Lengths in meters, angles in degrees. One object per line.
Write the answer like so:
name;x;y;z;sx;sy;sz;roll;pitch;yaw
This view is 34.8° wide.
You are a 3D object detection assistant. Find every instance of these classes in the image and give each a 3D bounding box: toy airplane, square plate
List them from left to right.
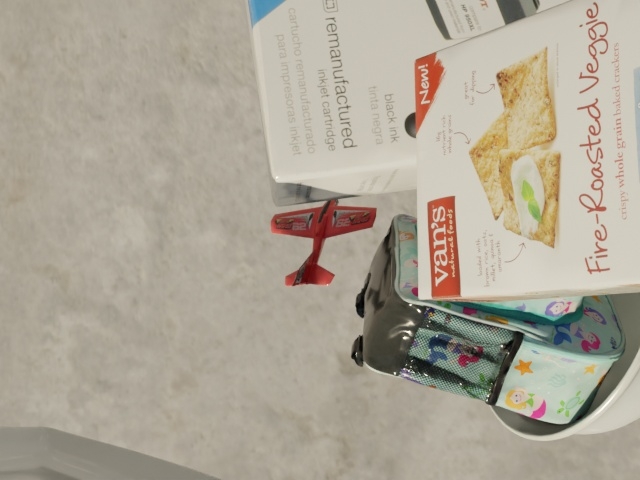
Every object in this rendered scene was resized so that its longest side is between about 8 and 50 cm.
square plate;-0.235;0.225;0.903;0.347;0.344;0.049;17;84;-62
toy airplane;0.000;0.000;1.203;0.151;0.151;0.028;-32;130;5

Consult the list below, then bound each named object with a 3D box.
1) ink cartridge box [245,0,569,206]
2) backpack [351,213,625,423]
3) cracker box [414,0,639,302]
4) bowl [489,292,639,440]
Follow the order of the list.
ink cartridge box;0.132;-0.204;0.944;0.395;0.166;0.285;-8;85;-3
backpack;0.183;0.067;1.048;0.254;0.225;0.191;23;115;-7
cracker box;0.147;-0.048;0.561;0.067;0.232;0.155;4;82;-33
bowl;0.308;0.084;1.100;0.134;0.298;0.297;21;113;-22
